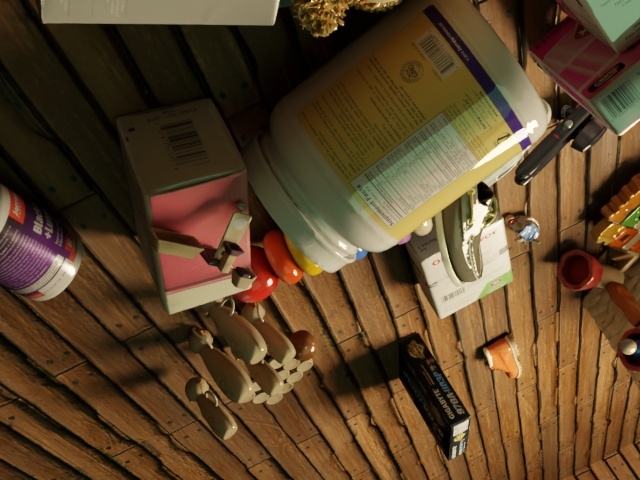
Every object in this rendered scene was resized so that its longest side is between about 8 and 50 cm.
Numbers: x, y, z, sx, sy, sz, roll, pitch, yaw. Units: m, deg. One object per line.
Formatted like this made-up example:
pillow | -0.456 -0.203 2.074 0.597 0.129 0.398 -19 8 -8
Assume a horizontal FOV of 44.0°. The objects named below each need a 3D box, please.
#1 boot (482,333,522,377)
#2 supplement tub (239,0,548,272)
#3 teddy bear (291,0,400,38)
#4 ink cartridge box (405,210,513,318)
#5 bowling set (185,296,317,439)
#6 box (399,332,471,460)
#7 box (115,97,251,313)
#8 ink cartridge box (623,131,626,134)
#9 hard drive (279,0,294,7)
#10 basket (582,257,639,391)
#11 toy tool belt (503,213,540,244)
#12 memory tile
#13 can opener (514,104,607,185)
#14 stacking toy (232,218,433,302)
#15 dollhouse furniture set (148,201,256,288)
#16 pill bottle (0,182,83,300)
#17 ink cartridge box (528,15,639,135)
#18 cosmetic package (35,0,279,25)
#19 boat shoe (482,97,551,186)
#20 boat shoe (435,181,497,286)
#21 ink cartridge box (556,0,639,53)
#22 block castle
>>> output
boot | 0.428 0.285 1.879 0.084 0.059 0.158 -25 135 1
supplement tub | 0.087 -0.136 1.002 0.331 0.241 0.241 -37 143 12
teddy bear | 0.073 -0.275 0.768 0.245 0.113 0.338 -18 -176 3
ink cartridge box | 0.247 0.025 1.417 0.160 0.093 0.219 -28 143 -1
bowling set | -0.122 0.187 1.369 0.199 0.154 0.287 -20 146 -42
box | 0.237 0.328 1.666 0.051 0.220 0.175 -23 144 -11
box | -0.172 -0.042 1.027 0.126 0.149 0.232 -17 143 -17
ink cartridge box | 0.622 -0.335 1.221 0.385 0.091 0.308 -38 143 8
hard drive | -0.013 -0.310 0.882 0.135 0.022 0.094 -23 147 -36
basket | 0.816 0.153 1.743 0.266 0.328 0.331 5 133 -30
toy tool belt | 0.380 -0.020 1.482 0.083 0.051 0.052 19 123 -44
memory tile | -0.090 0.277 1.573 0.113 0.012 0.148 14 126 -42
can opener | 0.383 -0.158 1.282 0.186 0.073 0.059 -38 148 -11
stacking toy | 0.000 0.000 1.210 0.330 0.141 0.141 -29 144 9
dollhouse furniture set | -0.129 -0.007 0.914 0.114 0.091 0.081 14 111 -40
pill bottle | -0.392 -0.009 0.961 0.108 0.108 0.193 -35 143 9
ink cartridge box | 0.372 -0.259 0.999 0.175 0.371 0.069 -40 106 16
cosmetic package | -0.160 -0.282 0.768 0.237 0.127 0.107 -10 141 -25
boat shoe | 0.276 -0.141 1.261 0.227 0.079 0.081 -41 149 26
boat shoe | 0.216 -0.064 1.192 0.091 0.109 0.305 -6 118 18
ink cartridge box | 0.276 -0.345 0.867 0.100 0.172 0.237 -38 118 16
block castle | 0.690 0.006 1.501 0.212 0.303 0.453 11 128 -39
